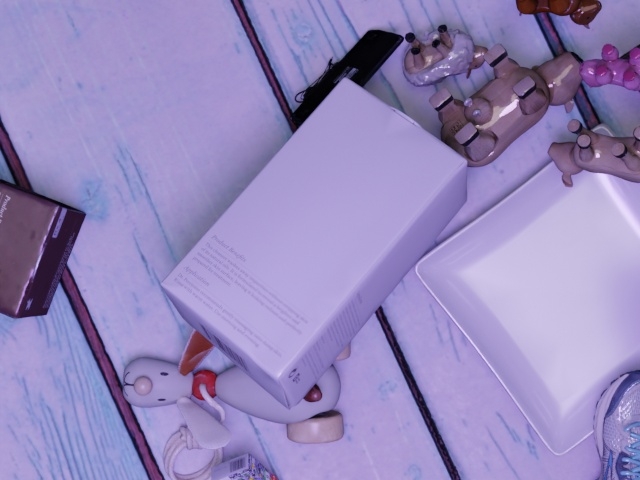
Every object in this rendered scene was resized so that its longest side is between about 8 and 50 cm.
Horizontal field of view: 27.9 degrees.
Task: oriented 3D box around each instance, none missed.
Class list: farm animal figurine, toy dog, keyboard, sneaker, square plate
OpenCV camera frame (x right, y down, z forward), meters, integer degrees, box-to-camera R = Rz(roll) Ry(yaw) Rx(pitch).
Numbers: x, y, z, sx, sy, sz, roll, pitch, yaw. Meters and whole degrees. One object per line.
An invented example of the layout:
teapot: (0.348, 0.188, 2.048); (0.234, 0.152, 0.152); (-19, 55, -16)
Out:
farm animal figurine: (0.303, -0.189, 1.786); (0.327, 0.172, 0.330); (-23, 66, 16)
toy dog: (-0.108, 0.213, 1.798); (0.334, 0.161, 0.220); (-20, 87, 1)
keyboard: (0.038, -0.226, 1.851); (0.192, 0.100, 0.038); (-48, 132, -15)
sneaker: (0.438, 0.320, 1.771); (0.110, 0.122, 0.283); (4, 101, -12)
square plate: (0.368, 0.070, 1.841); (0.347, 0.049, 0.344); (-37, 88, 1)

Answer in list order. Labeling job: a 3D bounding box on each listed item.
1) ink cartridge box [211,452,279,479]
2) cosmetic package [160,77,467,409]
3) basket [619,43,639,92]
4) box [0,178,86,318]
ink cartridge box: (-0.097, 0.346, 1.818); (0.063, 0.115, 0.029); (-24, 43, 19)
cosmetic package: (0.000, 0.000, 1.713); (0.217, 0.156, 0.385); (39, 76, 19)
basket: (0.553, -0.208, 1.796); (0.204, 0.154, 0.227); (-32, 91, 8)
box: (-0.468, -0.003, 1.815); (0.203, 0.167, 0.168); (22, 89, 2)
